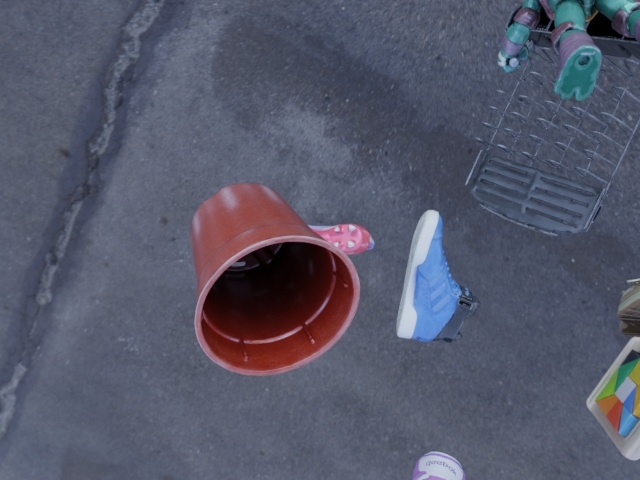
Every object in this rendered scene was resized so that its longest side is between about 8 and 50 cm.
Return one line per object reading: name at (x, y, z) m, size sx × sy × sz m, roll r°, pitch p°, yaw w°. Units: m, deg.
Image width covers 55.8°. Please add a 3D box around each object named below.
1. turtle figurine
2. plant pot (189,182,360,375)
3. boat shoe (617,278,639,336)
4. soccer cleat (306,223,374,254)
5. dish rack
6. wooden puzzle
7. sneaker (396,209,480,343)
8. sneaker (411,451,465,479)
turtle figurine at (0.258, -0.238, 0.617) m, size 0.175 × 0.234 × 0.118 m, roll -27°, pitch 131°, yaw 20°
plant pot at (-0.106, 0.043, 1.058) m, size 0.272 × 0.265 × 0.273 m, roll -11°, pitch 125°, yaw -16°
boat shoe at (0.550, 0.098, 1.007) m, size 0.104 × 0.285 × 0.089 m, roll 7°, pitch 75°, yaw 19°
soccer cleat at (0.000, 0.000, 1.360) m, size 0.247 × 0.095 × 0.083 m, roll -1°, pitch 76°, yaw 31°
dish rack at (0.291, -0.150, 0.756) m, size 0.074 × 0.208 × 0.272 m, roll 16°, pitch 100°, yaw -41°
wooden puzzle at (0.702, 0.343, 1.362) m, size 0.044 × 0.239 × 0.221 m, roll 29°, pitch 102°, yaw -4°
sneaker at (0.140, 0.044, 0.682) m, size 0.084 × 0.058 × 0.152 m, roll 10°, pitch 101°, yaw 2°
sneaker at (0.154, 0.414, 0.852) m, size 0.102 × 0.161 × 0.282 m, roll 16°, pitch 127°, yaw 13°
